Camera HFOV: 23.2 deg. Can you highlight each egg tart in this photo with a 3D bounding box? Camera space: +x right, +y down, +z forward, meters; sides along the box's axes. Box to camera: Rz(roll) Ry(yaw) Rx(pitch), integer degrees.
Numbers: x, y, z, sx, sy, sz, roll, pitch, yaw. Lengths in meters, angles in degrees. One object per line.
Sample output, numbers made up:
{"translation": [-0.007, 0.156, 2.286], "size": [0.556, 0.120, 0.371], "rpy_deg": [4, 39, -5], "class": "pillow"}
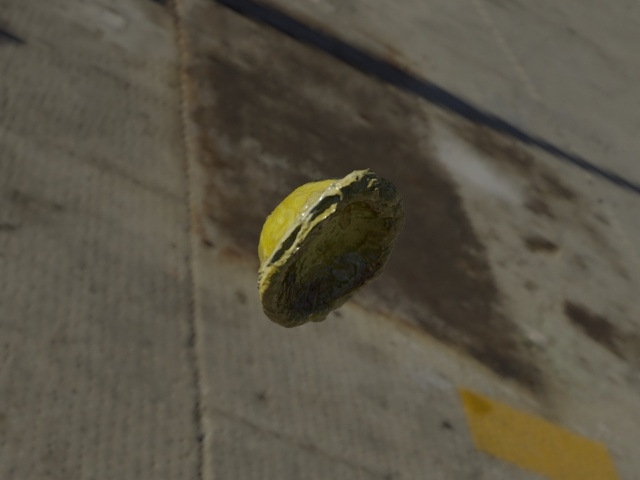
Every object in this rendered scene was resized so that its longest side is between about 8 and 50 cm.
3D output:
{"translation": [0.000, 0.000, 0.862], "size": [0.039, 0.105, 0.105], "rpy_deg": [43, 25, 30], "class": "egg tart"}
